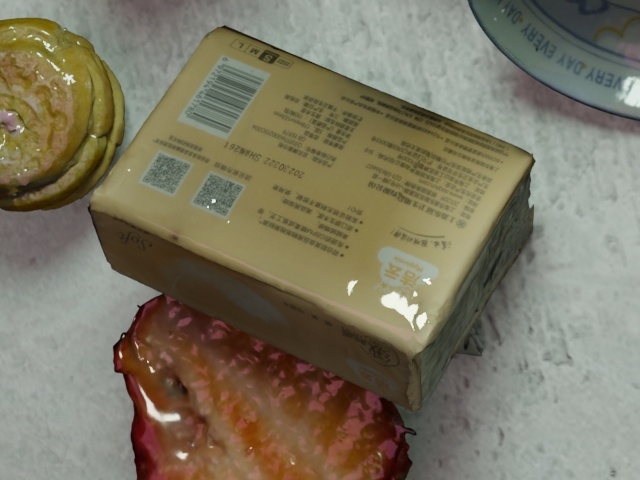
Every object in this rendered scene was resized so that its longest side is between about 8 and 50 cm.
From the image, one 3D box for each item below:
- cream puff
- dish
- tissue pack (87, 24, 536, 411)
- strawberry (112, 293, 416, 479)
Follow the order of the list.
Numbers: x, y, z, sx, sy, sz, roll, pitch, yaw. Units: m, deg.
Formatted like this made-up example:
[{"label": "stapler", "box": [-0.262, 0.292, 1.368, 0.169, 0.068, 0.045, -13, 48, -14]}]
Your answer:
[{"label": "cream puff", "box": [-0.264, -0.109, 1.718, 0.189, 0.129, 0.189, 1, 96, 15]}, {"label": "dish", "box": [0.257, -0.217, 1.445, 0.273, 0.273, 0.133, 10, 63, 22]}, {"label": "tissue pack", "box": [0.000, 0.000, 1.591, 0.306, 0.238, 0.238, 24, 108, 18]}, {"label": "strawberry", "box": [-0.060, 0.195, 1.675, 0.280, 0.150, 0.253, 26, 92, 21]}]
